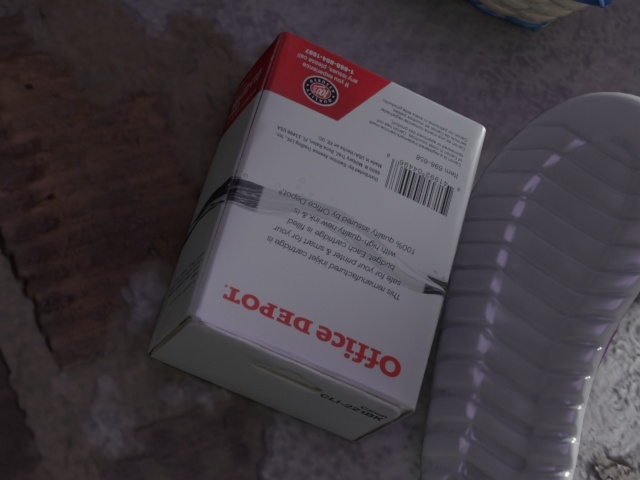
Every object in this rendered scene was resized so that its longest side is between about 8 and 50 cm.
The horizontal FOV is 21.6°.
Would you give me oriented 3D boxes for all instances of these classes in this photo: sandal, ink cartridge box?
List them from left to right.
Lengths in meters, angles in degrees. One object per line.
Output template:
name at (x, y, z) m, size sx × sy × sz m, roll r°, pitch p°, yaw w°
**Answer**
ink cartridge box at (0.000, 0.000, 1.368) m, size 0.197 × 0.114 × 0.272 m, roll 24°, pitch 61°, yaw -14°
sandal at (0.182, 0.064, 1.428) m, size 0.169 × 0.102 × 0.416 m, roll 20°, pitch 75°, yaw 15°

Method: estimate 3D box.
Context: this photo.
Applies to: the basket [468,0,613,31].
basket at (0.188, -0.322, 1.478) m, size 0.255 × 0.289 × 0.201 m, roll 23°, pitch 70°, yaw -17°
